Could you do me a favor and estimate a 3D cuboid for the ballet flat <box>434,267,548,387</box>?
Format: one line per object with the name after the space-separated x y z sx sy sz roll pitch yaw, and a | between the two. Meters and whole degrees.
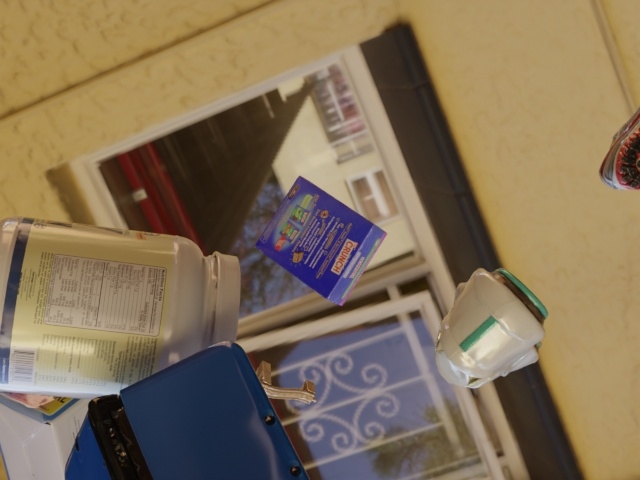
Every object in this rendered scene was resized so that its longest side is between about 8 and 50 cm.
0.195 0.121 1.154 0.400 0.139 0.139 47 -155 -76 | ballet flat

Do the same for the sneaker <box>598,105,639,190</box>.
0.479 -0.169 1.371 0.088 0.225 0.092 42 167 -11 | sneaker

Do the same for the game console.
-0.149 0.308 1.070 0.173 0.250 0.293 -6 -128 -35 | game console

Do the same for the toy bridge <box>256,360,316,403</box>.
-0.089 0.216 1.462 0.188 0.026 0.063 25 -159 -15 | toy bridge

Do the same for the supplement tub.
-0.285 0.100 1.272 0.235 0.324 0.236 -173 90 -77 | supplement tub

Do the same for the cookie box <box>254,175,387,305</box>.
0.000 0.000 0.965 0.107 0.092 0.040 35 -175 29 | cookie box

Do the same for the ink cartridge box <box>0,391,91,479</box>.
-0.316 0.263 1.516 0.395 0.151 0.270 -37 -45 -45 | ink cartridge box
